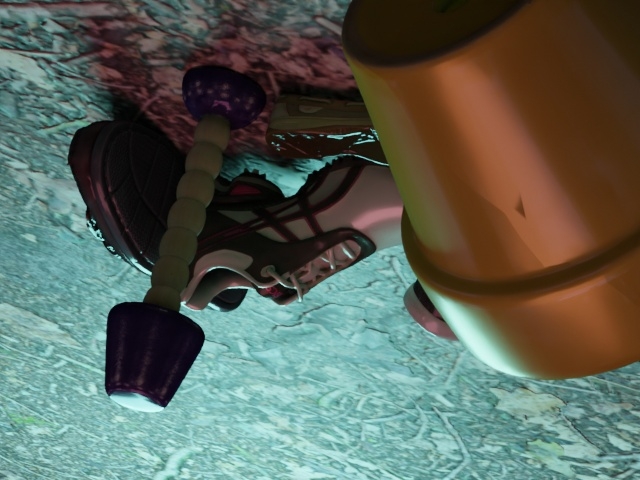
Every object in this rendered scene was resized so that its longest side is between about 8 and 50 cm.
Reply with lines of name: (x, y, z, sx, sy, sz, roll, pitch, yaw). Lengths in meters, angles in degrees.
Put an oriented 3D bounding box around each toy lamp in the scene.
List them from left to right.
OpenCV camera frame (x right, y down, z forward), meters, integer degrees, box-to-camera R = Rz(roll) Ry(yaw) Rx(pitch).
toy lamp: (-0.107, -0.001, 1.513, 0.080, 0.274, 0.080, 13, 158, 5)

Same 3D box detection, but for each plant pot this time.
plant pot: (0.139, -0.080, 1.246, 0.254, 0.254, 0.239, -5, 135, 40)

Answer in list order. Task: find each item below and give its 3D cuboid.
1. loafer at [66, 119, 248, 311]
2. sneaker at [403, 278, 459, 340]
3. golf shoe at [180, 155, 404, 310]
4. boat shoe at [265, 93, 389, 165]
loafer: (-0.160, -0.016, 1.739, 0.095, 0.109, 0.302, 8, 160, 27)
sneaker: (0.180, 0.032, 1.664, 0.217, 0.079, 0.121, 4, 132, -48)
golf shoe: (0.000, 0.000, 1.640, 0.273, 0.120, 0.105, -6, 148, 28)
boat shoe: (0.034, -0.092, 1.525, 0.153, 0.048, 0.056, 0, 149, 18)
